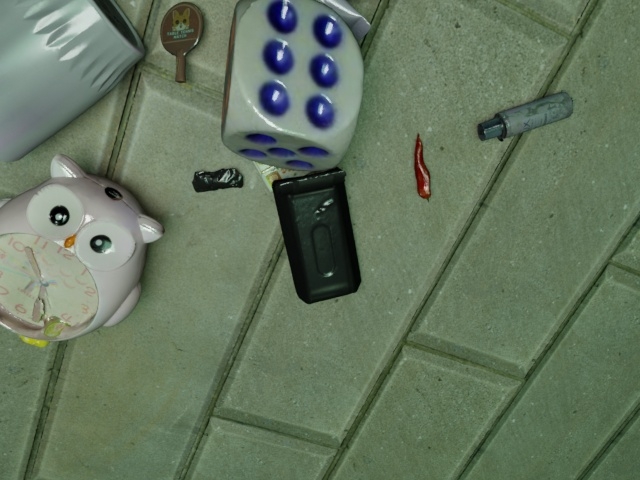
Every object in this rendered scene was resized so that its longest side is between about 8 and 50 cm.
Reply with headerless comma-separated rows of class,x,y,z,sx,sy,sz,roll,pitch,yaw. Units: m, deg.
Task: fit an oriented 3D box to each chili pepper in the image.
chili pepper,0.250,-0.177,1.085,0.027,0.045,0.178,-12,106,-10

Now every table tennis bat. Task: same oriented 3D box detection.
table tennis bat,-0.275,-0.415,0.963,0.108,0.119,0.169,1,89,21

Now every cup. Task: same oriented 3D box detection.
cup,-0.552,-0.341,0.837,0.372,0.253,0.253,-31,111,4

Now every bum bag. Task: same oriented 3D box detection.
bum bag,-0.249,-0.145,1.055,0.125,0.034,0.057,-10,126,-1

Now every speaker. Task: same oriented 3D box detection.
speaker,0.000,0.000,1.037,0.180,0.184,0.388,-13,118,-2

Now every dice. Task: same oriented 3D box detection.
dice,-0.066,-0.292,0.858,0.243,0.251,0.259,8,85,-17

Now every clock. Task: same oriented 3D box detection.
clock,-0.549,0.017,0.977,0.368,0.250,0.377,39,109,-17

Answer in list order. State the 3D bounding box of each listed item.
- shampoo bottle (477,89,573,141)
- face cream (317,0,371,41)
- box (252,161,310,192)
shampoo bottle,0.487,-0.292,1.049,0.214,0.072,0.072,-18,112,2
face cream,-0.030,-0.496,0.897,0.274,0.154,0.096,41,63,-14
box,-0.121,-0.236,1.032,0.122,0.032,0.220,-27,111,5
